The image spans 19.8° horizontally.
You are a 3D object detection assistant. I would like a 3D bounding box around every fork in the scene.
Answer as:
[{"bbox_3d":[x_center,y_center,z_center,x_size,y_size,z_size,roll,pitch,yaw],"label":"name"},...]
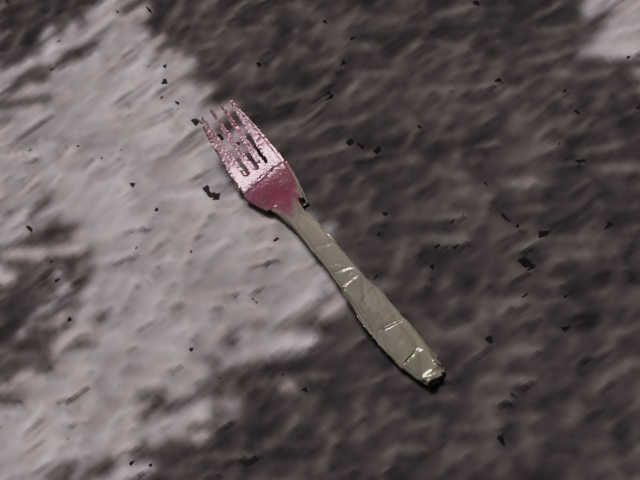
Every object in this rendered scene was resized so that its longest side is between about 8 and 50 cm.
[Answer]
[{"bbox_3d":[0.000,0.001,0.483,0.016,0.012,0.115,-39,53,-2],"label":"fork"}]
